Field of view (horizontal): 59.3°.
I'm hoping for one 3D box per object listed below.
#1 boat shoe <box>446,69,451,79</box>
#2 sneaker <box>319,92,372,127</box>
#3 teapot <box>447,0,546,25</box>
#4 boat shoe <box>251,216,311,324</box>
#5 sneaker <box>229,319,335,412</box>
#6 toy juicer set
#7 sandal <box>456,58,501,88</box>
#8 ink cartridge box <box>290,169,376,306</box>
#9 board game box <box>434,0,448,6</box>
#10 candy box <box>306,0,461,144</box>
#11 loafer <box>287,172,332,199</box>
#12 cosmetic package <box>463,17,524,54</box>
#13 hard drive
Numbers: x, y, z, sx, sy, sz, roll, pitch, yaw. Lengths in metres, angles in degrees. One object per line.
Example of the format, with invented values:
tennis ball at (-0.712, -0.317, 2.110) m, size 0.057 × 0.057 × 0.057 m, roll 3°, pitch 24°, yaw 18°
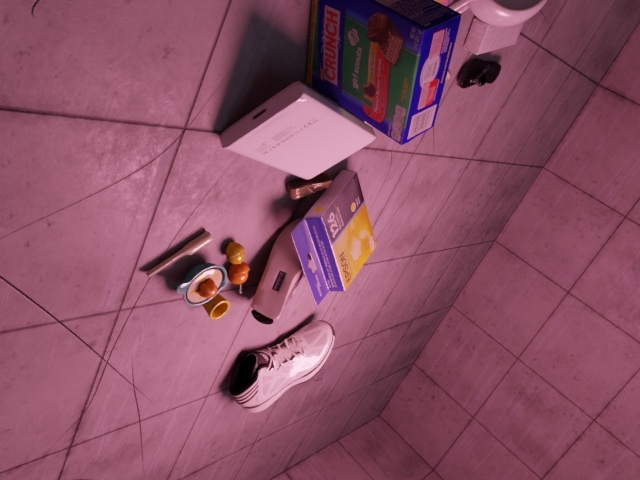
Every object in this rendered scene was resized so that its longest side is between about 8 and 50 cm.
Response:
boat shoe at (0.218, -0.392, 1.335) m, size 0.092 × 0.285 × 0.103 m, roll -42°, pitch 111°, yaw 3°
sneaker at (0.085, -0.326, 1.502) m, size 0.094 × 0.091 × 0.258 m, roll -56°, pitch 151°, yaw 11°
teapot at (0.487, -0.691, 1.537) m, size 0.187 × 0.255 × 0.253 m, roll -174°, pitch -78°, yaw -80°
boat shoe at (-0.115, 0.087, 1.725) m, size 0.341 × 0.127 × 0.158 m, roll -61°, pitch -175°, yaw -6°
sneaker at (-0.136, 0.433, 2.027) m, size 0.447 × 0.169 × 0.257 m, roll -41°, pitch 153°, yaw -10°
toy juicer set at (-0.283, 0.087, 1.485) m, size 0.209 × 0.089 × 0.329 m, roll -46°, pitch 151°, yaw -5°
sandal at (0.553, -0.567, 1.913) m, size 0.254 × 0.054 × 0.097 m, roll -23°, pitch 142°, yaw -40°
ink cartridge box at (0.051, -0.002, 1.693) m, size 0.307 × 0.072 × 0.304 m, roll -55°, pitch 141°, yaw -37°
board game box at (0.189, -0.531, 1.431) m, size 0.316 × 0.064 × 0.242 m, roll -28°, pitch 145°, yaw -35°
candy box at (0.117, -0.407, 1.214) m, size 0.122 × 0.317 × 0.268 m, roll -30°, pitch 145°, yaw -29°
loafer at (-0.033, -0.154, 1.589) m, size 0.148 × 0.056 × 0.050 m, roll -16°, pitch 139°, yaw -31°
cosmetic package at (0.558, -0.667, 1.794) m, size 0.239 × 0.060 × 0.099 m, roll -26°, pitch 146°, yaw -37°
hard drive at (-0.042, -0.250, 1.359) m, size 0.233 × 0.047 × 0.353 m, roll -28°, pitch 160°, yaw 25°
